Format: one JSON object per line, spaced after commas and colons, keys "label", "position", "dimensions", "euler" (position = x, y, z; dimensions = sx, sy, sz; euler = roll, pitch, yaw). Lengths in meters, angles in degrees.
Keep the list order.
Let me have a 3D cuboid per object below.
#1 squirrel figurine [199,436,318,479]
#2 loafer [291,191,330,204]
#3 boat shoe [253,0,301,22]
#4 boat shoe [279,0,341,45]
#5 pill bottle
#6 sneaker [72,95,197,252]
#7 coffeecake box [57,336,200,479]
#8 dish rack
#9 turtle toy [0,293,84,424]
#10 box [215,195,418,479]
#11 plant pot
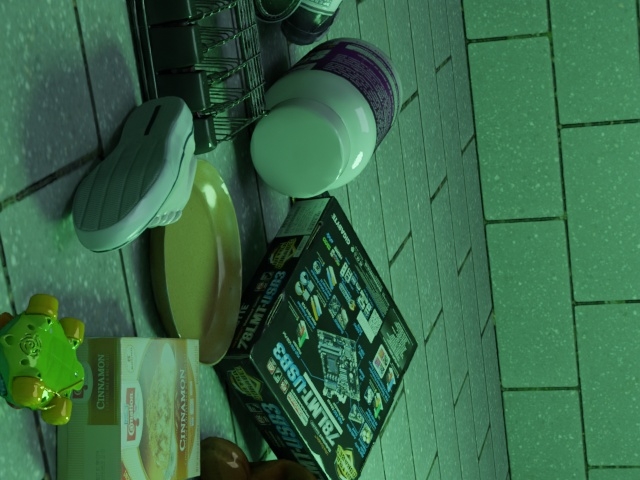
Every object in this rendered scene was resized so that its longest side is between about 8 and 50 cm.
{"label": "squirrel figurine", "position": [0.075, 0.403, 1.531], "dimensions": [0.397, 0.371, 0.281], "euler": [52, 38, -63]}
{"label": "loafer", "position": [0.000, 0.000, 1.872], "dimensions": [0.061, 0.062, 0.170], "euler": [-2, 63, -55]}
{"label": "boat shoe", "position": [-0.039, -0.362, 1.587], "dimensions": [0.306, 0.113, 0.105], "euler": [114, -32, -53]}
{"label": "boat shoe", "position": [-0.012, -0.357, 1.876], "dimensions": [0.301, 0.108, 0.102], "euler": [-87, -161, -64]}
{"label": "pill bottle", "position": [0.006, -0.167, 1.761], "dimensions": [0.301, 0.169, 0.169], "euler": [-57, 141, -64]}
{"label": "sneaker", "position": [-0.169, -0.051, 1.280], "dimensions": [0.258, 0.094, 0.091], "euler": [-70, 147, -55]}
{"label": "coffeecake box", "position": [-0.182, 0.165, 1.244], "dimensions": [0.185, 0.068, 0.142], "euler": [15, 73, -72]}
{"label": "dish rack", "position": [-0.129, -0.216, 1.497], "dimensions": [0.271, 0.074, 0.208], "euler": [-50, 136, -69]}
{"label": "turtle toy", "position": [-0.237, 0.105, 1.070], "dimensions": [0.130, 0.066, 0.095], "euler": [59, 32, -59]}
{"label": "box", "position": [0.002, 0.144, 1.684], "dimensions": [0.295, 0.073, 0.293], "euler": [59, 42, -33]}
{"label": "plant pot", "position": [-0.144, 0.025, 1.464], "dimensions": [0.236, 0.032, 0.236], "euler": [-3, 90, -74]}
